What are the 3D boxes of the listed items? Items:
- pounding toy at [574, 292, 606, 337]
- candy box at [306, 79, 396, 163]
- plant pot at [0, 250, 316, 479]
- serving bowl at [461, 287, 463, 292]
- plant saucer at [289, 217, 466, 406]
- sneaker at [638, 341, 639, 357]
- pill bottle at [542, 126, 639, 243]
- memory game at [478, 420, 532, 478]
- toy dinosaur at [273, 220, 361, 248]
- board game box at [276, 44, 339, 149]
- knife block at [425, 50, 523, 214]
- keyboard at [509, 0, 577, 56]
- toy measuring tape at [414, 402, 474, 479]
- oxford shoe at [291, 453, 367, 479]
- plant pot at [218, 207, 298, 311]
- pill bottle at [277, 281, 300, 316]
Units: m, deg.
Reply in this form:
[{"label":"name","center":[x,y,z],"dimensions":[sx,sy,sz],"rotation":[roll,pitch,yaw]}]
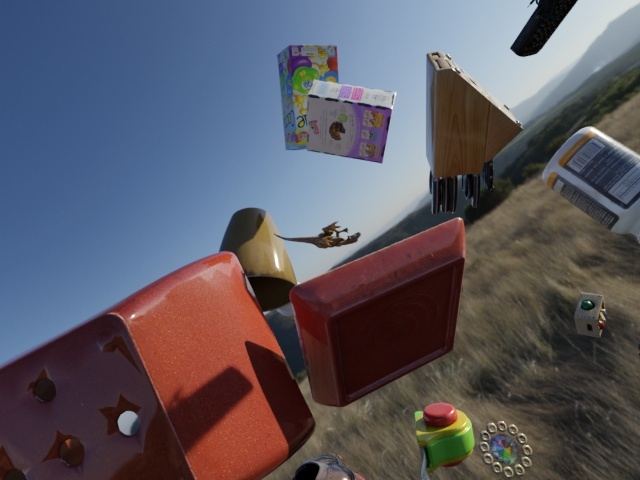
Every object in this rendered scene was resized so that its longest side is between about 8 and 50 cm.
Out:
[{"label":"pounding toy","center":[0.965,0.264,1.545],"dimensions":[0.100,0.141,0.130],"rotation":[6,50,42]},{"label":"candy box","center":[0.068,-0.281,1.048],"dimensions":[0.165,0.196,0.070],"rotation":[93,-170,-53]},{"label":"plant pot","center":[-0.190,0.181,0.473],"dimensions":[0.267,0.267,0.236],"rotation":[-27,-6,4]},{"label":"serving bowl","center":[0.265,0.096,0.952],"dimensions":[0.027,0.083,0.083],"rotation":[-46,-3,-20]},{"label":"plant saucer","center":[0.100,0.121,0.618],"dimensions":[0.258,0.048,0.259],"rotation":[-22,-49,-16]},{"label":"sneaker","center":[0.715,0.166,0.714],"dimensions":[0.343,0.146,0.134],"rotation":[-30,11,13]},{"label":"pill bottle","center":[0.660,-0.116,0.975],"dimensions":[0.162,0.278,0.162],"rotation":[-31,-29,-20]},{"label":"memory game","center":[0.645,0.728,1.529],"dimensions":[0.186,0.186,0.012],"rotation":[-38,-26,-23]},{"label":"toy dinosaur","center":[0.000,0.000,1.036],"dimensions":[0.211,0.064,0.112],"rotation":[3,-17,-13]},{"label":"board game box","center":[-0.031,-0.408,1.276],"dimensions":[0.144,0.276,0.142],"rotation":[-9,14,-17]},{"label":"knife block","center":[0.241,-0.181,0.845],"dimensions":[0.242,0.275,0.088],"rotation":[-46,28,31]},{"label":"keyboard","center":[0.318,-0.313,0.557],"dimensions":[0.100,0.038,0.192],"rotation":[-17,-28,-27]},{"label":"toy measuring tape","center":[0.245,0.402,0.838],"dimensions":[0.121,0.121,0.330],"rotation":[-41,-3,10]},{"label":"oxford shoe","center":[-0.009,0.429,0.795],"dimensions":[0.271,0.098,0.097],"rotation":[130,161,-60]},{"label":"plant pot","center":[-0.190,0.042,1.233],"dimensions":[0.236,0.255,0.237],"rotation":[-6,-30,-4]},{"label":"pill bottle","center":[-0.085,0.209,1.495],"dimensions":[0.117,0.117,0.215],"rotation":[-40,-15,-3]}]
